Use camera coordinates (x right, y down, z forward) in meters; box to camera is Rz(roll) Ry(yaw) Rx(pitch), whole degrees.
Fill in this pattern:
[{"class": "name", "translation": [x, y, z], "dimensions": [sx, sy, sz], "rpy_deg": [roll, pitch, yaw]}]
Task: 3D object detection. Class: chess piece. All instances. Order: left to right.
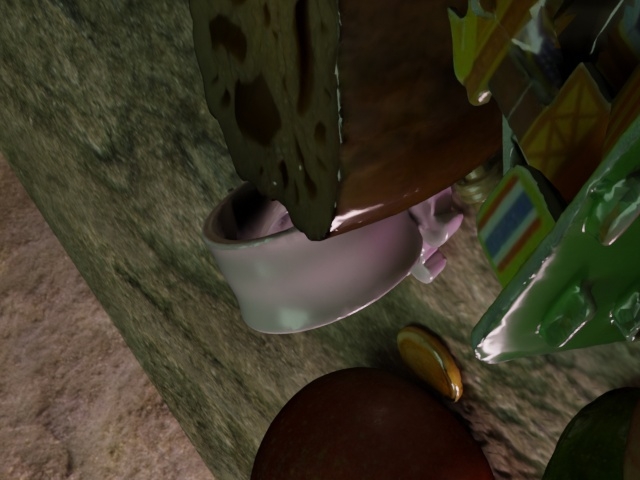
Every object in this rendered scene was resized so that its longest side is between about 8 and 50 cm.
[{"class": "chess piece", "translation": [0.143, -0.056, 0.895], "dimensions": [0.172, 0.060, 0.060], "rpy_deg": [59, 157, -18]}]

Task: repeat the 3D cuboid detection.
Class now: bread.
[{"class": "bread", "translation": [0.132, 0.151, 1.231], "dimensions": [0.110, 0.024, 0.110], "rpy_deg": [42, 153, 27]}]

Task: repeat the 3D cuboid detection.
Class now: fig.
[{"class": "fig", "translation": [0.257, 0.258, 0.875], "dimensions": [0.203, 0.235, 0.203], "rpy_deg": [42, 158, 22]}]

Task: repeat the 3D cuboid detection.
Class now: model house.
[{"class": "model house", "translation": [0.174, -0.166, 0.442], "dimensions": [0.313, 0.242, 0.358], "rpy_deg": [67, 150, 29]}]

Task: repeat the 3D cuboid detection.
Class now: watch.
[{"class": "watch", "translation": [0.000, 0.000, 1.026], "dimensions": [0.244, 0.231, 0.196], "rpy_deg": [9, 132, 55]}]

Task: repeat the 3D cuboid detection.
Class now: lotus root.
[{"class": "lotus root", "translation": [0.036, -0.194, 0.715], "dimensions": [0.316, 0.250, 0.316], "rpy_deg": [50, 153, 37]}]

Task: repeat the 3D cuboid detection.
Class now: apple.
[{"class": "apple", "translation": [0.066, 0.341, 1.282], "dimensions": [0.348, 0.277, 0.348], "rpy_deg": [41, 158, 21]}]

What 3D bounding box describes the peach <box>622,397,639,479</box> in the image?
[{"class": "peach", "translation": [0.314, 0.194, 0.672], "dimensions": [0.252, 0.252, 0.252], "rpy_deg": [43, 154, 27]}]
